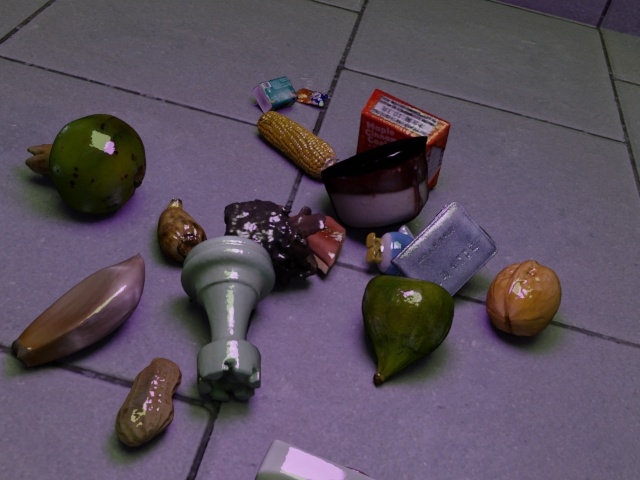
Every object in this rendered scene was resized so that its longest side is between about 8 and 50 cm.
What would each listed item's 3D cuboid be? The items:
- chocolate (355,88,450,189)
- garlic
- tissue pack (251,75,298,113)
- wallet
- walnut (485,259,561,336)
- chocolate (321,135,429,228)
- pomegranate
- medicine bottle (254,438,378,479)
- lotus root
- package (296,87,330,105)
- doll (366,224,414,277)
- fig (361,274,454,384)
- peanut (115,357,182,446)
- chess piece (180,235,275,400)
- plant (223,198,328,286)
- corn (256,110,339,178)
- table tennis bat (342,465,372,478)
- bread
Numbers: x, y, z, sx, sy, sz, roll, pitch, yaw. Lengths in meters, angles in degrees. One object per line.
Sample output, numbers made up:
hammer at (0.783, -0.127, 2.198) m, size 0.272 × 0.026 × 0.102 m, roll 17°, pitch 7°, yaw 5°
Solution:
chocolate at (0.210, -0.255, 2.081) m, size 0.237 × 0.234 × 0.108 m, roll 31°, pitch 53°, yaw 20°
garlic at (-0.451, 0.140, 1.498) m, size 0.143 × 0.112 × 0.318 m, roll 17°, pitch 39°, yaw 41°
tissue pack at (-0.141, -0.432, 2.313) m, size 0.111 × 0.079 × 0.085 m, roll -26°, pitch 85°, yaw -38°
wallet at (0.290, 0.032, 1.781) m, size 0.222 × 0.036 × 0.167 m, roll -42°, pitch 91°, yaw -14°
walnut at (0.463, 0.128, 1.753) m, size 0.159 × 0.159 × 0.207 m, roll 30°, pitch 47°, yaw 19°
chocolate at (0.156, -0.130, 1.906) m, size 0.284 × 0.186 × 0.283 m, roll -21°, pitch 11°, yaw 4°
pomegranate at (-0.552, -0.186, 1.792) m, size 0.302 × 0.235 × 0.236 m, roll 13°, pitch 37°, yaw 19°
medicine bottle at (0.037, 0.436, 1.244) m, size 0.296 × 0.161 × 0.111 m, roll 20°, pitch 43°, yaw 10°
lotus root at (-0.322, -0.024, 1.756) m, size 0.108 × 0.094 × 0.190 m, roll 16°, pitch 25°, yaw -33°
package at (-0.027, -0.445, 2.393) m, size 0.111 × 0.033 × 0.077 m, roll 17°, pitch 61°, yaw 26°
doll at (0.225, 0.036, 1.837) m, size 0.241 × 0.098 × 0.135 m, roll 5°, pitch 34°, yaw -8°
fig at (0.172, 0.194, 1.612) m, size 0.203 × 0.203 × 0.235 m, roll 13°, pitch 78°, yaw -1°
peanut at (-0.303, 0.286, 1.386) m, size 0.093 × 0.083 × 0.194 m, roll 7°, pitch 38°, yaw 13°
chess piece at (-0.181, 0.158, 1.515) m, size 0.195 × 0.194 × 0.299 m, roll 4°, pitch 48°, yaw -12°
plant at (-0.108, 0.000, 1.709) m, size 0.234 × 0.204 × 0.178 m, roll -4°, pitch 51°, yaw -5°
corn at (-0.065, -0.271, 2.116) m, size 0.106 × 0.106 × 0.293 m, roll -25°, pitch 53°, yaw -38°
table tennis bat at (0.043, 0.385, 1.351) m, size 0.170 × 0.107 × 0.119 m, roll 17°, pitch 40°, yaw 11°
bread at (0.000, 0.001, 1.833) m, size 0.119 × 0.067 × 0.192 m, roll -24°, pitch 50°, yaw -27°
